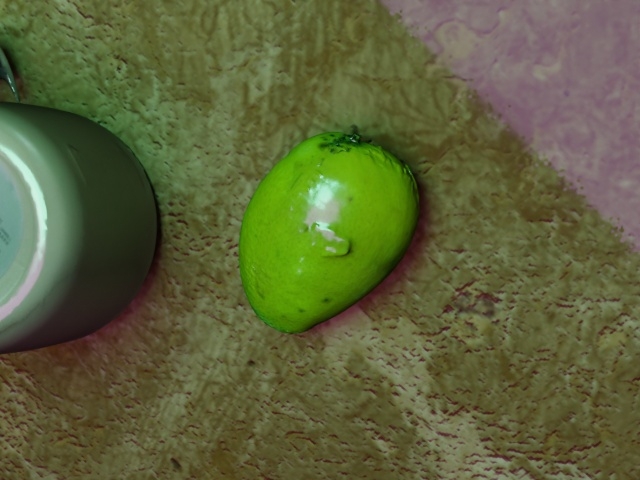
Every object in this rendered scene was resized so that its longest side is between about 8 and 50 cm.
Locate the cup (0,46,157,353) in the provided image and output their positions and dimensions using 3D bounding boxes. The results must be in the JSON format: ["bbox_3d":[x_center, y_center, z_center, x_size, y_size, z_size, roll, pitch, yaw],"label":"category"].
[{"bbox_3d":[-0.244,-0.040,0.926,0.191,0.200,0.253,-13,89,6],"label":"cup"}]

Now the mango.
[{"bbox_3d":[-0.001,0.000,0.943,0.119,0.100,0.178,31,122,2],"label":"mango"}]
